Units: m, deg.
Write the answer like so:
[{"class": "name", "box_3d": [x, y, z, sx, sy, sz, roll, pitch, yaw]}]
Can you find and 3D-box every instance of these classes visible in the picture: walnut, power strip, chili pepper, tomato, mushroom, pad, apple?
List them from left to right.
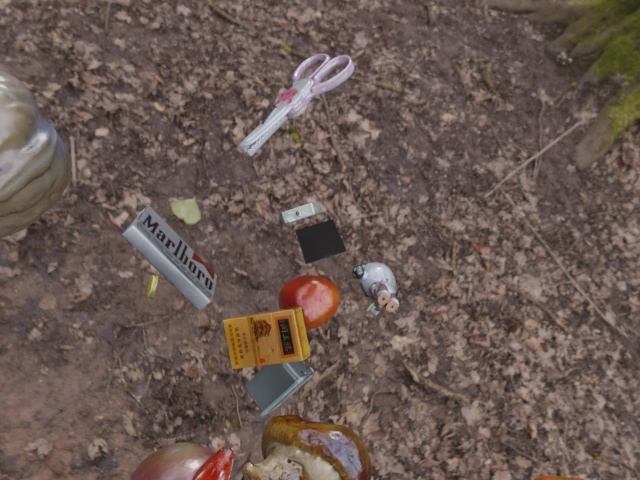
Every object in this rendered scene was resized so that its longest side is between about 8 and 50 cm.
[{"class": "walnut", "box_3d": [-0.473, -0.117, 0.660, 0.248, 0.248, 0.248, 4, 59, -6]}, {"class": "apple", "box_3d": [-0.368, 0.679, 1.310, 0.235, 0.306, 0.306, -27, 66, -34]}, {"class": "chili pepper", "box_3d": [-0.201, 0.456, 0.938, 0.088, 0.169, 0.065, 19, 20, -11]}, {"class": "power strip", "box_3d": [-0.055, -0.098, 1.696, 0.106, 0.367, 0.043, -18, 93, 6]}, {"class": "tomato", "box_3d": [-0.051, 0.235, 1.931, 0.259, 0.180, 0.260, -21, 25, 10]}, {"class": "mushroom", "box_3d": [-0.033, 0.655, 1.379, 0.345, 0.345, 0.259, 39, 35, 15]}, {"class": "pad", "box_3d": [0.000, 0.000, 1.960, 0.170, 0.006, 0.245, -18, 35, -3]}]

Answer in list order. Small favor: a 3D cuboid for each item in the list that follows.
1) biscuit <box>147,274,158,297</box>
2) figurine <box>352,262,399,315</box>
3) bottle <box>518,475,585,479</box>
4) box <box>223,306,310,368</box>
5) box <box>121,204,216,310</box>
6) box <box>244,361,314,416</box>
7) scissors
[{"class": "biscuit", "box_3d": [-0.612, 0.168, 1.792, 0.023, 0.084, 0.084, 15, 56, -24]}, {"class": "figurine", "box_3d": [0.132, 0.114, 1.156, 0.147, 0.093, 0.197, 45, 18, -13]}, {"class": "bottle", "box_3d": [0.441, 0.490, 0.947, 0.187, 0.069, 0.069, 13, 56, -22]}, {"class": "box", "box_3d": [-0.185, 0.332, 1.681, 0.274, 0.076, 0.174, -12, 89, 20]}, {"class": "box", "box_3d": [-0.251, 0.028, 0.834, 0.036, 0.115, 0.177, -38, 109, 6]}, {"class": "box", "box_3d": [-0.155, 0.517, 1.816, 0.243, 0.163, 0.135, -45, 74, 13]}, {"class": "scissors", "box_3d": [-0.046, -0.232, 0.827, 0.118, 0.030, 0.242, 23, 65, 42]}]
